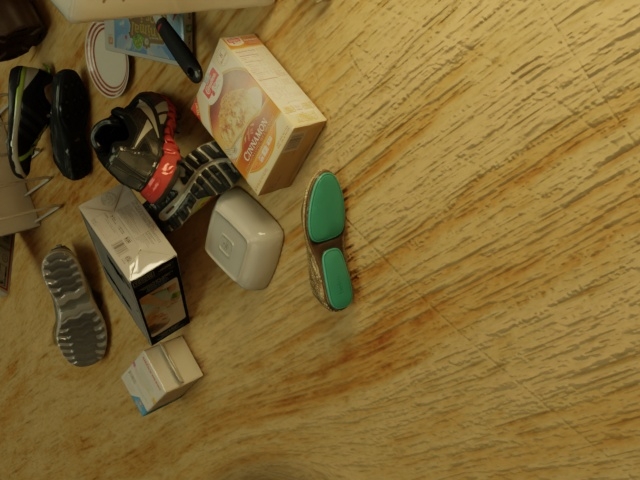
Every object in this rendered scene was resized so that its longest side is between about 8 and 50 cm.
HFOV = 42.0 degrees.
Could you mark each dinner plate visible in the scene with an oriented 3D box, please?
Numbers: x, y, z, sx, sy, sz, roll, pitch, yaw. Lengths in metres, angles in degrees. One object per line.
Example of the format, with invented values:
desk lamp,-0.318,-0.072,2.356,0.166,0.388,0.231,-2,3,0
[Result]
dinner plate,-0.379,-0.327,1.495,0.141,0.017,0.141,20,119,40

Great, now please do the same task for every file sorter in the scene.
file sorter,-0.702,-0.157,1.771,0.173,0.192,0.278,-22,89,46

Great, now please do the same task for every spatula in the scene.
spatula,-0.248,-0.349,1.280,0.084,0.030,0.296,-53,57,40

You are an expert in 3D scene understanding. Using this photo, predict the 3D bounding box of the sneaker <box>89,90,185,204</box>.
sneaker,-0.292,-0.171,1.310,0.098,0.135,0.276,-50,32,24

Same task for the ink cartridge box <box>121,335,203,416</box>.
ink cartridge box,-0.296,0.252,1.573,0.143,0.090,0.092,-44,73,45

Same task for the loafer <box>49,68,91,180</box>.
loafer,-0.493,-0.224,1.609,0.078,0.076,0.223,23,125,30

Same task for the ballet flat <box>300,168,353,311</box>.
ballet flat,0.000,0.000,1.187,0.067,0.073,0.206,14,111,59

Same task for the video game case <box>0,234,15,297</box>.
video game case,-0.782,-0.020,1.814,0.025,0.285,0.204,-21,54,19

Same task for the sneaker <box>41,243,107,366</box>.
sneaker,-0.517,0.135,1.783,0.115,0.105,0.281,-121,24,-66

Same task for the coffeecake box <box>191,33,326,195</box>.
coffeecake box,-0.094,-0.184,1.212,0.185,0.068,0.142,52,136,20

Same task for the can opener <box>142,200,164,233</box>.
can opener,-0.289,-0.062,1.483,0.186,0.073,0.059,-37,39,44

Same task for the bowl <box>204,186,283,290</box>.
bowl,-0.133,0.003,1.336,0.142,0.053,0.142,44,133,27

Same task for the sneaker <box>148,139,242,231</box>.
sneaker,-0.188,-0.103,1.337,0.208,0.094,0.081,-34,99,25

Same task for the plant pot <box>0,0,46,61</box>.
plant pot,-0.630,-0.448,1.617,0.167,0.167,0.165,-32,88,47

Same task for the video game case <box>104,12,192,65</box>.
video game case,-0.284,-0.393,1.353,0.212,0.023,0.193,20,116,37

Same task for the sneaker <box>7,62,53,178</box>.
sneaker,-0.572,-0.235,1.667,0.084,0.097,0.235,-130,44,-66

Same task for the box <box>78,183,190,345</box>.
box,-0.312,0.048,1.432,0.169,0.087,0.290,51,160,20

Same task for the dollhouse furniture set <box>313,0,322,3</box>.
dollhouse furniture set,0.020,-0.378,1.064,0.114,0.091,0.081,-19,48,27

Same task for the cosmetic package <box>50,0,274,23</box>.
cosmetic package,-0.244,-0.526,1.046,0.394,0.327,0.329,48,134,24
